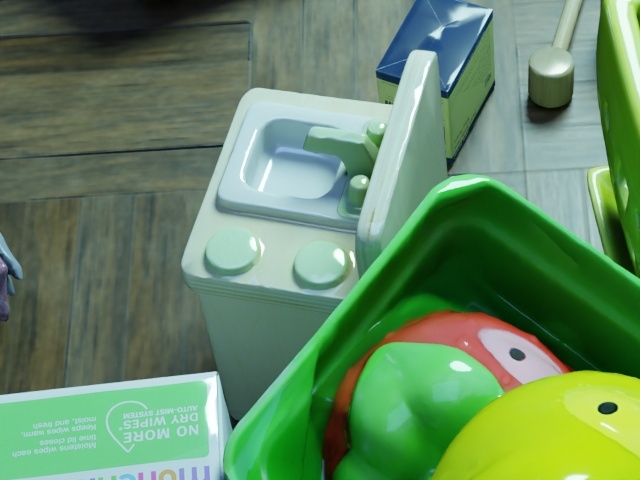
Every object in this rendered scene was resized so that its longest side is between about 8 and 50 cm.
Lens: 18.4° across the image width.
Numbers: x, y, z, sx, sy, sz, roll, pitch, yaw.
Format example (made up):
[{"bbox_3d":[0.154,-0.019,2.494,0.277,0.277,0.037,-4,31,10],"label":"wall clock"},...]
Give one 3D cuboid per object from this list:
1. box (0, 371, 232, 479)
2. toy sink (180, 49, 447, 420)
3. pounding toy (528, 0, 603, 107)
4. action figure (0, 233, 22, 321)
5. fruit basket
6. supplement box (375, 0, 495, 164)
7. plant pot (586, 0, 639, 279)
[{"bbox_3d":[-0.168,0.196,1.122,0.262,0.231,0.127,-7,54,3],"label":"box"},{"bbox_3d":[0.000,0.000,1.241,0.131,0.234,0.153,9,57,12],"label":"toy sink"},{"bbox_3d":[0.240,-0.170,1.419,0.206,0.094,0.181,-27,56,-13],"label":"pounding toy"},{"bbox_3d":[-0.369,0.013,1.238,0.248,0.276,0.370,8,22,41],"label":"action figure"},{"bbox_3d":[0.145,0.142,1.006,0.392,0.392,0.283,28,62,24],"label":"fruit basket"},{"bbox_3d":[0.083,-0.116,1.406,0.056,0.083,0.083,19,59,19],"label":"supplement box"},{"bbox_3d":[0.288,-0.017,1.222,0.228,0.207,0.227,-4,54,-7],"label":"plant pot"}]
